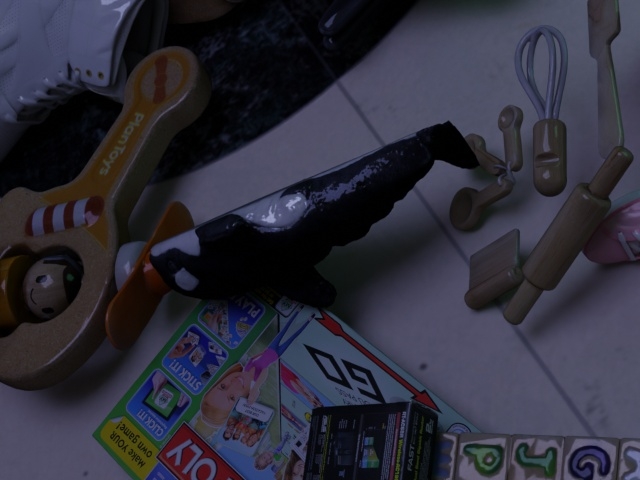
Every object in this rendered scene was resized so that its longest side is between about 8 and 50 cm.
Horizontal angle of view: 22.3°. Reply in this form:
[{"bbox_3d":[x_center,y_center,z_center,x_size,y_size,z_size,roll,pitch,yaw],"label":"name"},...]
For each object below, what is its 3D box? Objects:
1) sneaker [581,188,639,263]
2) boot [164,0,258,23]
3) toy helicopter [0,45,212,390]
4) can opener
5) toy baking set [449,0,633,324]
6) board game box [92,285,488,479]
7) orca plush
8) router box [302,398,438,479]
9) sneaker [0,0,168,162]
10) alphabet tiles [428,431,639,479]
[{"bbox_3d":[0.260,-0.004,1.206,0.134,0.051,0.070,-25,46,15],"label":"sneaker"},{"bbox_3d":[-0.067,-0.275,1.592,0.305,0.112,0.115,-3,92,28],"label":"boot"},{"bbox_3d":[-0.195,-0.024,1.479,0.235,0.140,0.355,17,71,38],"label":"toy helicopter"},{"bbox_3d":[0.061,-0.247,1.487,0.073,0.059,0.186,29,79,31],"label":"can opener"},{"bbox_3d":[0.167,-0.065,1.254,0.256,0.030,0.197,-57,35,29],"label":"toy baking set"},{"bbox_3d":[-0.028,0.164,1.305,0.213,0.046,0.317,-51,47,-4],"label":"board game box"},{"bbox_3d":[0.000,0.000,1.327,0.287,0.151,0.102,-23,94,8],"label":"orca plush"},{"bbox_3d":[0.033,0.180,1.183,0.092,0.038,0.122,-8,65,38],"label":"router box"},{"bbox_3d":[-0.261,-0.160,1.612,0.169,0.108,0.292,39,113,22],"label":"sneaker"},{"bbox_3d":[0.141,0.250,1.126,0.198,0.009,0.237,-1,68,23],"label":"alphabet tiles"}]
